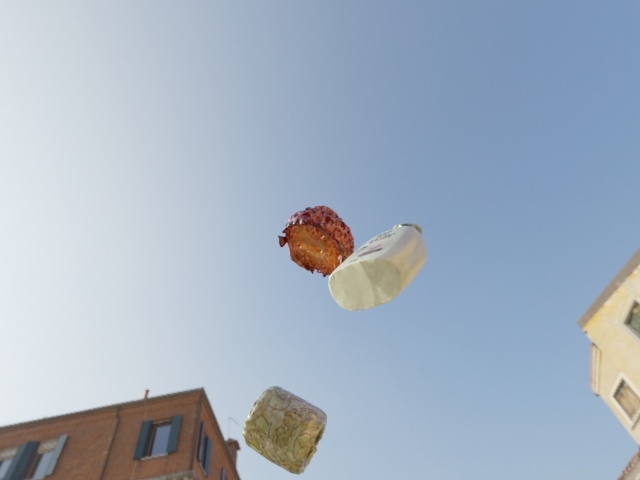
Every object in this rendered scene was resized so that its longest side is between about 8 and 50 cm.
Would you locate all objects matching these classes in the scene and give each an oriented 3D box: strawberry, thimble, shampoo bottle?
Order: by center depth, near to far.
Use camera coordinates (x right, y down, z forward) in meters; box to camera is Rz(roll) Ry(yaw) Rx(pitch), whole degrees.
[{"bbox_3d":[0.071,0.013,0.396,0.077,0.152,0.045,-23,-85,36],"label":"shampoo bottle"},{"bbox_3d":[0.000,0.000,0.749,0.145,0.086,0.145,15,-52,21],"label":"strawberry"},{"bbox_3d":[-0.072,0.406,0.877,0.143,0.137,0.190,22,-25,16],"label":"thimble"}]
